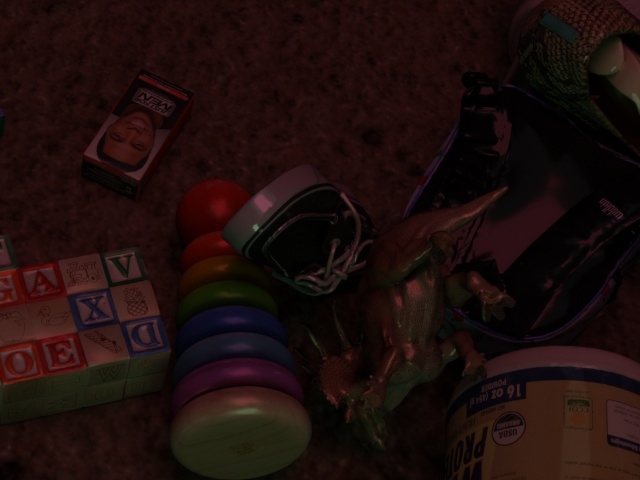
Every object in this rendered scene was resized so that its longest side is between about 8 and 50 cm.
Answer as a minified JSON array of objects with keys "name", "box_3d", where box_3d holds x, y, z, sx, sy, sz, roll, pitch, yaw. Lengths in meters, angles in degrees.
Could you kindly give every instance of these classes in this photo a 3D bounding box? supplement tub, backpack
[{"name":"supplement tub","box_3d":[0.226,0.284,1.589,0.228,0.228,0.316,10,55,-6]},{"name":"backpack","box_3d":[0.202,0.002,1.781,0.276,0.213,0.263,32,61,17]}]

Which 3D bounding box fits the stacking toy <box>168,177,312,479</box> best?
[{"name":"stacking toy","box_3d":[-0.092,0.071,1.726,0.141,0.141,0.330,2,52,-11]}]

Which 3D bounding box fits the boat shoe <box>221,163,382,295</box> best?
[{"name":"boat shoe","box_3d":[-0.003,0.003,1.718,0.113,0.306,0.105,-43,76,7]}]

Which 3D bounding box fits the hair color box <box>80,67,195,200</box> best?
[{"name":"hair color box","box_3d":[-0.202,-0.119,1.875,0.072,0.043,0.141,25,56,3]}]

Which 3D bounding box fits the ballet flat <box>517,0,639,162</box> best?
[{"name":"ballet flat","box_3d":[0.416,-0.101,1.820,0.482,0.164,0.182,32,9,-28]}]

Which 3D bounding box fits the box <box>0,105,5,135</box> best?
[{"name":"box","box_3d":[-0.431,-0.179,1.866,0.105,0.043,0.179,-21,62,-25]}]

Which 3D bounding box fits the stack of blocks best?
[{"name":"stack of blocks","box_3d":[-0.317,0.088,1.684,0.297,0.087,0.171,-10,59,-19]}]

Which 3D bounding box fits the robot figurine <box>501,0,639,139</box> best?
[{"name":"robot figurine","box_3d":[0.362,-0.255,1.996,0.300,0.200,0.353,43,58,9]}]

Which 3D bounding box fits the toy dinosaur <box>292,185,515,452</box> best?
[{"name":"toy dinosaur","box_3d":[0.073,0.067,1.647,0.127,0.200,0.296,19,90,-28]}]
